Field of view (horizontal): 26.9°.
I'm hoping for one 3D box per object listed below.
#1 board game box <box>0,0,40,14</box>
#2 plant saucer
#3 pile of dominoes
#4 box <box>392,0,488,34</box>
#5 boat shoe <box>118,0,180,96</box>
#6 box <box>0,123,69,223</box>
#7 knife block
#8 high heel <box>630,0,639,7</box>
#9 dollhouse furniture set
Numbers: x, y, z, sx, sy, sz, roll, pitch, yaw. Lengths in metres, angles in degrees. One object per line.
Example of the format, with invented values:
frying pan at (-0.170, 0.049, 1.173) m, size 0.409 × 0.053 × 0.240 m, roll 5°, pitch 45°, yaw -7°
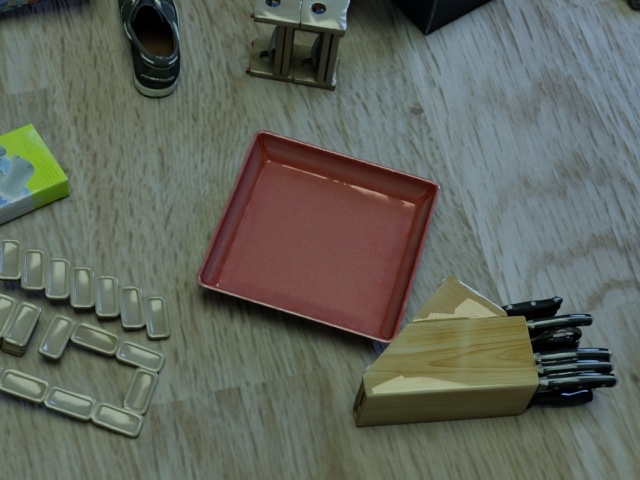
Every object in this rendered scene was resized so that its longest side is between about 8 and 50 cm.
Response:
board game box at (-0.419, -0.398, 1.870) m, size 0.201 × 0.035 × 0.136 m, roll -17°, pitch 77°, yaw 1°
plant saucer at (0.000, 0.000, 1.716) m, size 0.259 × 0.047 × 0.258 m, roll 17°, pitch 57°, yaw 3°
pile of dominoes at (-0.310, 0.119, 1.618) m, size 0.251 × 0.040 × 0.196 m, roll 21°, pitch 56°, yaw -4°
box at (0.157, -0.431, 1.978) m, size 0.153 × 0.108 × 0.207 m, roll -30°, pitch 66°, yaw -24°
boat shoe at (-0.237, -0.314, 1.869) m, size 0.084 × 0.079 × 0.233 m, roll -7°, pitch 57°, yaw -10°
box at (-0.426, -0.071, 1.708) m, size 0.178 × 0.042 × 0.109 m, roll -26°, pitch 64°, yaw -23°
knife block at (0.208, 0.168, 1.609) m, size 0.242 × 0.088 × 0.275 m, roll 35°, pitch 59°, yaw 15°
high heel at (0.591, -0.413, 2.066) m, size 0.261 × 0.093 × 0.186 m, roll 19°, pitch 97°, yaw -25°
dollhouse furniture set at (-0.025, -0.331, 1.876) m, size 0.129 × 0.129 × 0.183 m, roll 9°, pitch 57°, yaw -1°
